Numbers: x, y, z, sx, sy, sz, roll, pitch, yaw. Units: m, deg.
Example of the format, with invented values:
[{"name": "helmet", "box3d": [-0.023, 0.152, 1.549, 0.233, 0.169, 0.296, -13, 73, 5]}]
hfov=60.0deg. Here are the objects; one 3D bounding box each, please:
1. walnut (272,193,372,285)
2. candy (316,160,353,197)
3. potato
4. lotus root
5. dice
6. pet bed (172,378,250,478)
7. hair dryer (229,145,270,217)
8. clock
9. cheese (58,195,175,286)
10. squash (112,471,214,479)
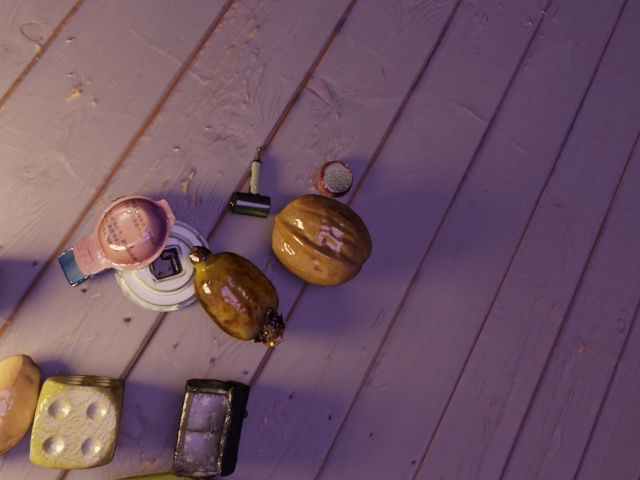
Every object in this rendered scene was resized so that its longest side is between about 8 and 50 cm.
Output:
[{"name": "walnut", "box3d": [0.000, 0.000, 1.407, 0.261, 0.225, 0.224, 27, 76, -10]}, {"name": "candy", "box3d": [0.041, -0.169, 1.525, 0.103, 0.043, 0.103, 2, 84, -19]}, {"name": "potato", "box3d": [-0.682, 0.361, 1.166, 0.235, 0.128, 0.161, -43, 103, -24]}, {"name": "lotus root", "box3d": [-0.206, 0.130, 1.349, 0.314, 0.141, 0.169, 52, 55, -14]}, {"name": "dice", "box3d": [-0.521, 0.386, 1.199, 0.166, 0.169, 0.169, 9, 82, -19]}, {"name": "pet bed", "box3d": [-0.249, 0.435, 1.289, 0.159, 0.183, 0.210, 9, 79, -13]}, {"name": "hair dryer", "box3d": [-0.177, -0.159, 1.449, 0.101, 0.057, 0.197, 10, 73, -19]}, {"name": "clock", "box3d": [-0.376, 0.055, 1.348, 0.237, 0.053, 0.236, 2, 85, -21]}, {"name": "cheese", "box3d": [-0.471, 0.000, 1.284, 0.286, 0.074, 0.189, -33, 72, -3]}, {"name": "squash", "box3d": [-0.370, 0.588, 1.280, 0.288, 0.137, 0.137, -5, 86, -34]}]
